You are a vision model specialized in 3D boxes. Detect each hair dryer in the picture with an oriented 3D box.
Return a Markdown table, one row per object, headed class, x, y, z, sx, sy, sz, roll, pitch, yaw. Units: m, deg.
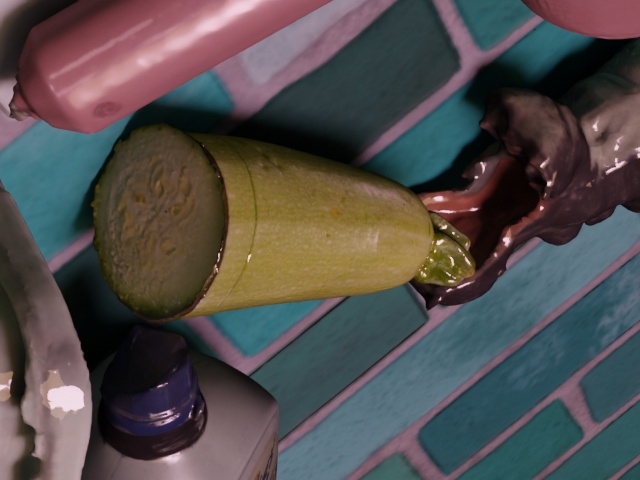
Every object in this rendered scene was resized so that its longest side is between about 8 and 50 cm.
| class | x | y | z | sx | sy | sz | roll | pitch | yaw |
| --- | --- | --- | --- | --- | --- | --- | --- | --- | --- |
| hair dryer | 0.021 | -0.135 | 0.876 | 0.352 | 0.125 | 0.210 | -29 | 149 | 1 |

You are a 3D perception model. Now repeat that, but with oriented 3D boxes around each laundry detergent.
| class | x | y | z | sx | sy | sz | roll | pitch | yaw |
| --- | --- | --- | --- | --- | --- | --- | --- | --- | --- |
| laundry detergent | -0.096 | 0.156 | 1.045 | 0.215 | 0.105 | 0.280 | -55 | 163 | -33 |

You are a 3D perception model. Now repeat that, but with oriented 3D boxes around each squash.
| class | x | y | z | sx | sy | sz | roll | pitch | yaw |
| --- | --- | --- | --- | --- | --- | --- | --- | --- | --- |
| squash | 0.000 | 0.000 | 0.997 | 0.224 | 0.094 | 0.094 | 7 | 126 | -43 |

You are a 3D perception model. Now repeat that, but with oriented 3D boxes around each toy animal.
| class | x | y | z | sx | sy | sz | roll | pitch | yaw |
| --- | --- | --- | --- | --- | --- | --- | --- | --- | --- |
| toy animal | 0.200 | -0.067 | 1.134 | 0.343 | 0.106 | 0.168 | -15 | 148 | -25 |

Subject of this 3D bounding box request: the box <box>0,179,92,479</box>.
| class | x | y | z | sx | sy | sz | roll | pitch | yaw |
| --- | --- | --- | --- | --- | --- | --- | --- | --- | --- |
| box | -0.224 | 0.108 | 0.860 | 0.182 | 0.175 | 0.312 | -11 | 139 | -25 |
